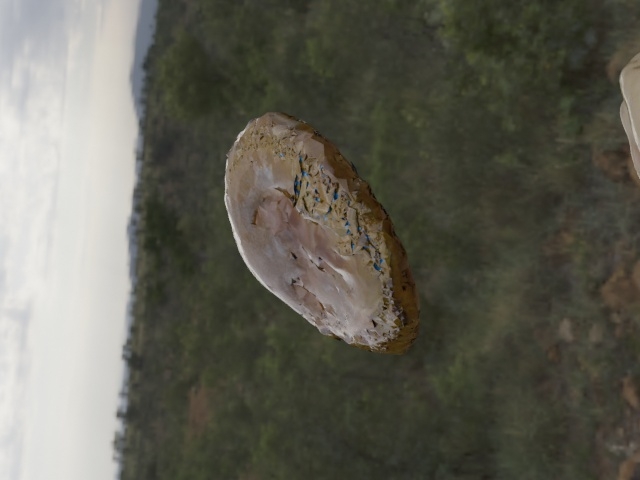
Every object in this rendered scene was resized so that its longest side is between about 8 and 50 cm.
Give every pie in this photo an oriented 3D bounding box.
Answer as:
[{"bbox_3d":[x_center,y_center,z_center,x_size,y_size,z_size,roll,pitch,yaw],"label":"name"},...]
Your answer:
[{"bbox_3d":[0.000,0.001,0.973,0.273,0.069,0.273,36,148,27],"label":"pie"}]

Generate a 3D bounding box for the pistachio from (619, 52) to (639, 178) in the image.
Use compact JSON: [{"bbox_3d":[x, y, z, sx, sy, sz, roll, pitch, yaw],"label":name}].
[{"bbox_3d":[0.431,-0.085,0.967,0.214,0.318,0.193,-49,-25,-1],"label":"pistachio"}]
